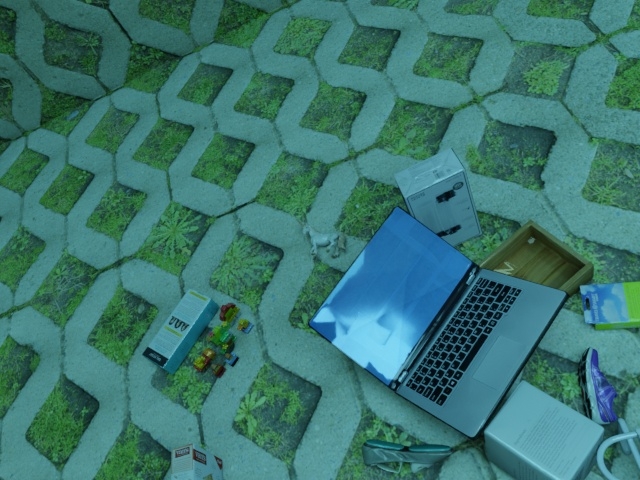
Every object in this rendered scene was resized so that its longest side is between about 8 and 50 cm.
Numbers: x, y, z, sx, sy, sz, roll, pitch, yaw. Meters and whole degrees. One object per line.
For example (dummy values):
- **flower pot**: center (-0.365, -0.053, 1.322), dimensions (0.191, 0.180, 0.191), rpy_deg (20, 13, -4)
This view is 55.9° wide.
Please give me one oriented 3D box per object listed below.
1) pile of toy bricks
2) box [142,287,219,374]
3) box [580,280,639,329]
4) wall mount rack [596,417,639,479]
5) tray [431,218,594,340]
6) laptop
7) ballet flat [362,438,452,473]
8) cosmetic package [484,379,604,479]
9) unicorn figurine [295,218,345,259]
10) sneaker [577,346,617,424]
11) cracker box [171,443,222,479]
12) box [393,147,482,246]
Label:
- **pile of toy bricks**: center (-0.285, 0.279, 1.719), dimensions (0.118, 0.105, 0.212), rpy_deg (23, 69, 34)
- **box**: center (-0.416, 0.270, 1.810), dimensions (0.100, 0.060, 0.244), rpy_deg (20, 67, 33)
- **box**: center (0.712, 0.152, 1.418), dimensions (0.178, 0.042, 0.109), rpy_deg (-6, 54, 20)
- **wall mount rack**: center (0.722, 0.461, 1.130), dimensions (0.350, 0.130, 0.304), rpy_deg (-16, 39, 13)
- **tray**: center (0.455, 0.148, 1.514), dimensions (0.411, 0.076, 0.203), rpy_deg (-38, 51, -7)
- **laptop**: center (0.255, 0.161, 1.378), dimensions (0.382, 0.236, 0.408), rpy_deg (-53, 32, -12)
- **ballet flat**: center (0.200, 0.502, 1.393), dimensions (0.213, 0.072, 0.068), rpy_deg (-3, 84, 22)
- **cosmetic package**: center (0.461, 0.425, 1.256), dimensions (0.183, 0.151, 0.151), rpy_deg (30, 64, 37)
- **unicorn figurine**: center (0.000, 0.000, 1.828), dimensions (0.162, 0.060, 0.111), rpy_deg (3, 57, 6)
- **sneaker**: center (0.617, 0.322, 1.341), dimensions (0.071, 0.068, 0.170), rpy_deg (-1, 65, 5)
- **cracker box**: center (-0.293, 0.627, 1.448), dimensions (0.067, 0.156, 0.232), rpy_deg (-19, 52, 10)
- **box**: center (0.315, -0.091, 1.600), dimensions (0.169, 0.290, 0.087), rpy_deg (-26, 49, 7)
